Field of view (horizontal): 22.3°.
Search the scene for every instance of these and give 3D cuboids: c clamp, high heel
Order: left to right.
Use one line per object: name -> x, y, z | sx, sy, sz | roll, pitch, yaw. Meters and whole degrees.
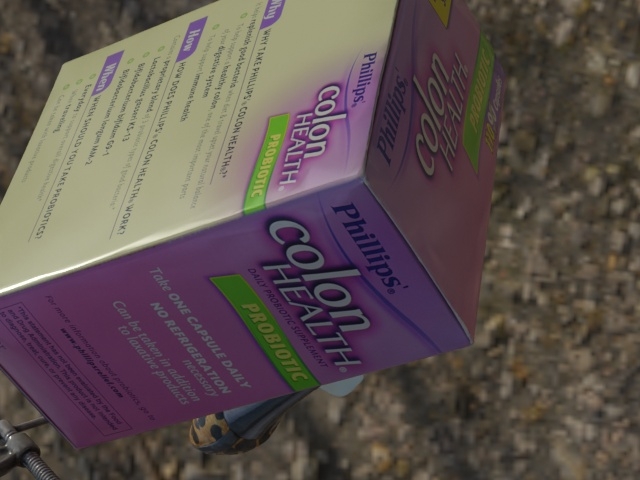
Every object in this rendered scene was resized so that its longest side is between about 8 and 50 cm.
c clamp -> -0.170, 0.157, 0.969 | 0.160, 0.137, 0.022 | 43, 137, 43
high heel -> -0.029, 0.062, 1.376 | 0.186, 0.093, 0.261 | -38, 19, 35

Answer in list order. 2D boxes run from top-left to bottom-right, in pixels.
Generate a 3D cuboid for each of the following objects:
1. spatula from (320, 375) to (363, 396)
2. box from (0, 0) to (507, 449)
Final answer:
spatula -> -0.026, 0.041, 1.608 | 0.168, 0.242, 0.019 | -47, 13, 31
box -> -0.039, -0.028, 0.866 | 0.243, 0.117, 0.214 | -18, 36, 26
